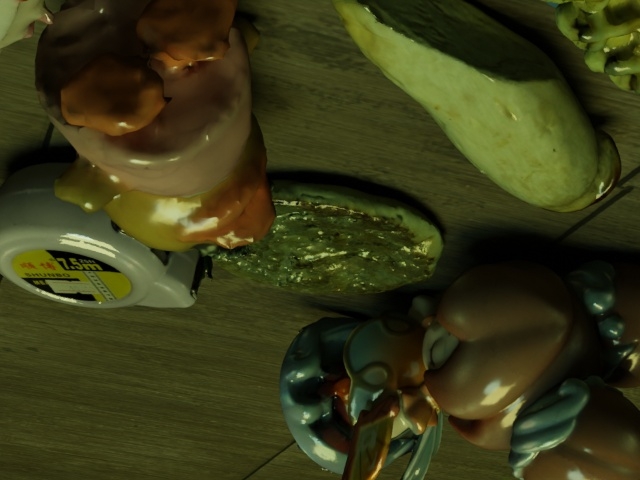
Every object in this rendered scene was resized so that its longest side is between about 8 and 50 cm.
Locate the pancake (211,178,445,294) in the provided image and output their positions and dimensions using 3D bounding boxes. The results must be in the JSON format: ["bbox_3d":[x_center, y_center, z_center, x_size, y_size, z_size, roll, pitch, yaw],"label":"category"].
[{"bbox_3d":[0.000,0.000,1.320,0.254,0.037,0.253,3,157,1],"label":"pancake"}]

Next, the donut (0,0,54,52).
[{"bbox_3d":[-0.333,-0.216,0.768,0.383,0.142,0.382,3,157,1],"label":"donut"}]

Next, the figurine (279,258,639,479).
[{"bbox_3d":[0.158,0.150,1.382,0.248,0.276,0.388,36,144,-21],"label":"figurine"}]

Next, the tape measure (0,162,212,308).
[{"bbox_3d":[-0.216,-0.009,1.256,0.196,0.105,0.178,3,153,13],"label":"tape measure"}]

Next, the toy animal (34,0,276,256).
[{"bbox_3d":[-0.119,-0.081,1.021,0.169,0.195,0.281,38,165,27],"label":"toy animal"}]

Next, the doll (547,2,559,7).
[{"bbox_3d":[0.150,-0.196,0.823,0.096,0.070,0.195,-13,140,33],"label":"doll"}]

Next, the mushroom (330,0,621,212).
[{"bbox_3d":[0.127,-0.110,1.001,0.107,0.087,0.333,-10,150,31],"label":"mushroom"}]

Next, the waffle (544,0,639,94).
[{"bbox_3d":[0.244,-0.172,0.804,0.223,0.054,0.204,16,124,-41],"label":"waffle"}]
